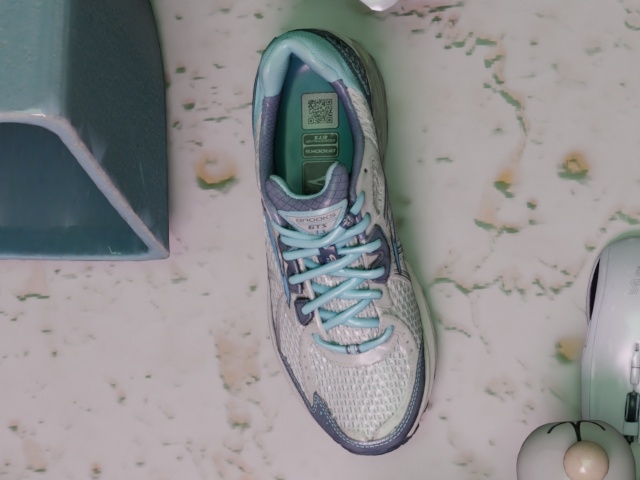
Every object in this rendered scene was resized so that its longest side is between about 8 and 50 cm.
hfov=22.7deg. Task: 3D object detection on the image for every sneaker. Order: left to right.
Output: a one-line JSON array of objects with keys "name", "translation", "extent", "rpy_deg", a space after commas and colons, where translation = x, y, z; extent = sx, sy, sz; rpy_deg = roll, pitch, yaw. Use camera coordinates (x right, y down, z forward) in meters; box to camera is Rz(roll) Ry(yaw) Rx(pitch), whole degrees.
[{"name": "sneaker", "translation": [0.000, 0.000, 1.011], "extent": [0.110, 0.122, 0.283], "rpy_deg": [-12, 85, 9]}]

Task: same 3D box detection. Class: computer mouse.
[{"name": "computer mouse", "translation": [0.197, 0.092, 1.013], "extent": [0.106, 0.042, 0.193], "rpy_deg": [2, 88, 11]}]

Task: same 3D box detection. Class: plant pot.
[{"name": "plant pot", "translation": [-0.232, -0.143, 1.005], "extent": [0.248, 0.247, 0.252], "rpy_deg": [0, 72, 10]}]

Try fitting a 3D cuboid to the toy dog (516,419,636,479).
[{"name": "toy dog", "translation": [0.162, 0.259, 0.870], "extent": [0.220, 0.161, 0.333], "rpy_deg": [-26, 70, -10]}]

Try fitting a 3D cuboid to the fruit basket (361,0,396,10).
[{"name": "fruit basket", "translation": [-0.014, -0.364, 0.973], "extent": [0.353, 0.165, 0.327], "rpy_deg": [36, 79, -3]}]
